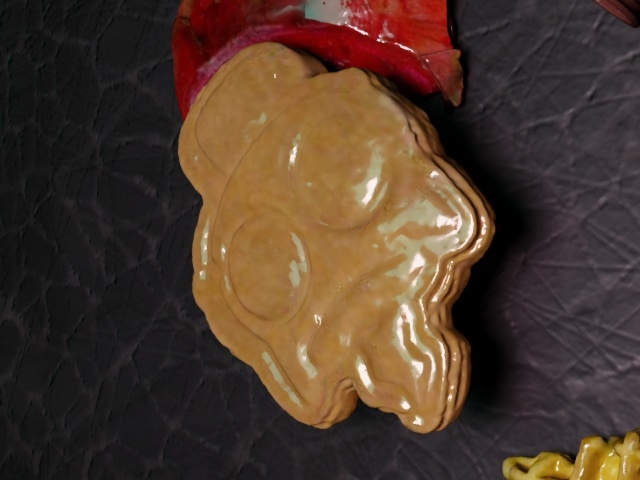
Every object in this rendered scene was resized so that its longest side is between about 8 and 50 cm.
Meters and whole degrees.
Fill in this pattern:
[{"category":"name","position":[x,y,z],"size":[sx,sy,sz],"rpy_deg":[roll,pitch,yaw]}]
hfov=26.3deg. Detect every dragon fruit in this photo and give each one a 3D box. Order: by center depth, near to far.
[{"category":"dragon fruit","position":[-0.029,-0.240,1.242],"size":[0.343,0.100,0.282],"rpy_deg":[-7,78,39]}]

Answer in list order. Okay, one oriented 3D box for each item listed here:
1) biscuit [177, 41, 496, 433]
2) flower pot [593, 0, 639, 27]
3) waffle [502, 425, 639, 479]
[{"category":"biscuit","position":[-0.003,0.000,1.115],"size":[0.269,0.051,0.376],"rpy_deg":[-50,59,25]},{"category":"flower pot","position":[0.221,-0.226,1.023],"size":[0.089,0.111,0.111],"rpy_deg":[-52,56,11]},{"category":"waffle","position":[0.205,0.238,1.024],"size":[0.229,0.057,0.219],"rpy_deg":[11,93,41]}]
